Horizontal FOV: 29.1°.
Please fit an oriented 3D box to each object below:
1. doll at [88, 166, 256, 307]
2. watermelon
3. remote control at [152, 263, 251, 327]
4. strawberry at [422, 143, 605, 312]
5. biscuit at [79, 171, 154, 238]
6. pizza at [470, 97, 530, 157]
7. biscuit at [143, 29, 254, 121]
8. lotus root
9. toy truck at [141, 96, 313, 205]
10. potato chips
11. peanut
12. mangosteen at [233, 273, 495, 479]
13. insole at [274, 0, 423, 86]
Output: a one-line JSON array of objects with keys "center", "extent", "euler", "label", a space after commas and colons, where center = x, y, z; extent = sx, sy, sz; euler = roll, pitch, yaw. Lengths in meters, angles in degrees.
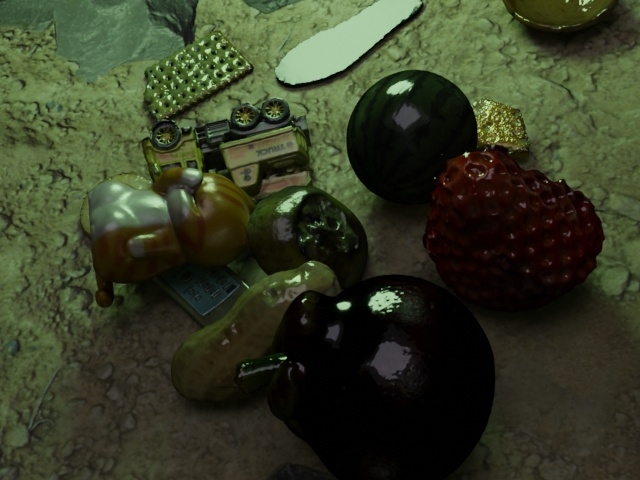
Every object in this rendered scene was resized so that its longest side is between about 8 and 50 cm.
[{"center": [-0.234, -0.020, 1.881], "extent": [0.269, 0.162, 0.167], "euler": [-14, 48, 3], "label": "doll"}, {"center": [0.142, -0.163, 1.926], "extent": [0.212, 0.212, 0.212], "euler": [-5, 54, 8], "label": "watermelon"}, {"center": [-0.188, 0.066, 1.933], "extent": [0.098, 0.038, 0.233], "euler": [-39, 56, -17], "label": "remote control"}, {"center": [0.279, 0.004, 1.746], "extent": [0.253, 0.280, 0.150], "euler": [-1, 57, 0], "label": "strawberry"}, {"center": [-0.332, -0.053, 2.058], "extent": [0.152, 0.020, 0.152], "euler": [-5, 53, 7], "label": "biscuit"}, {"center": [0.277, -0.179, 2.016], "extent": [0.160, 0.036, 0.099], "euler": [20, 61, 23], "label": "pizza"}, {"center": [-0.235, -0.299, 2.219], "extent": [0.203, 0.016, 0.144], "euler": [-31, 55, -12], "label": "biscuit"}, {"center": [-0.003, -0.003, 1.856], "extent": [0.203, 0.078, 0.183], "euler": [37, 58, -14], "label": "lotus root"}, {"center": [-0.144, -0.121, 2.010], "extent": [0.272, 0.124, 0.157], "euler": [-13, 63, -2], "label": "toy truck"}, {"center": [0.417, -0.429, 2.153], "extent": [0.208, 0.062, 0.195], "euler": [11, 63, 17], "label": "potato chips"}, {"center": [-0.091, 0.136, 1.779], "extent": [0.290, 0.130, 0.130], "euler": [-41, 53, 14], "label": "peanut"}, {"center": [0.079, 0.173, 1.631], "extent": [0.297, 0.313, 0.297], "euler": [-39, 16, 13], "label": "mangosteen"}, {"center": [0.054, -0.363, 2.209], "extent": [0.309, 0.012, 0.110], "euler": [-37, 55, -16], "label": "insole"}]
